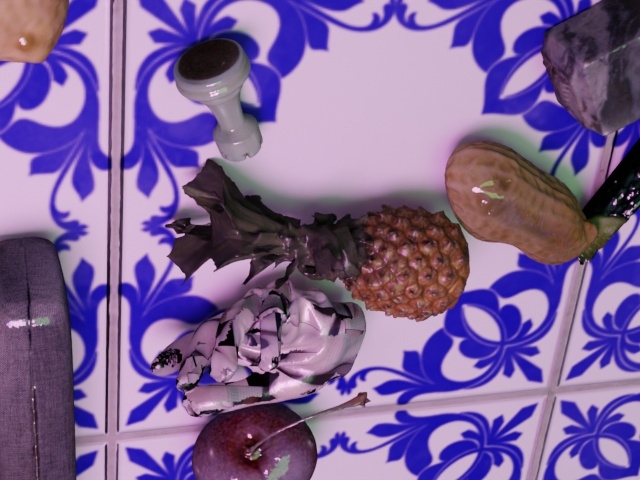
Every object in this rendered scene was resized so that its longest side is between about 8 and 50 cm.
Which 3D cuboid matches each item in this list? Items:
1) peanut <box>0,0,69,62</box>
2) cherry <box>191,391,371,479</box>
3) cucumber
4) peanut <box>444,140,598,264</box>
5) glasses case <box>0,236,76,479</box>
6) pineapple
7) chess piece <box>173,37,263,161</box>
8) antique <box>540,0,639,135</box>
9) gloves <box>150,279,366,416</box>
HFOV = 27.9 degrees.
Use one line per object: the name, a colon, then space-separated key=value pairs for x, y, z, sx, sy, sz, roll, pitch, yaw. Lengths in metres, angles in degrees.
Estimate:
peanut: x=-0.281 y=-0.259 z=0.929 sx=0.147 sy=0.148 sz=0.319 roll=-30 pitch=137 yaw=1
cherry: x=-0.037 y=0.221 z=1.326 sx=0.188 sy=0.115 sz=0.148 roll=-20 pitch=118 yaw=-8
cucumber: x=0.321 y=-0.062 z=1.304 sx=0.046 sy=0.070 sz=0.220 roll=34 pitch=106 yaw=-1
peanut: x=0.195 y=-0.030 z=1.265 sx=0.194 sy=0.083 sz=0.093 roll=32 pitch=107 yaw=-32
glasses case: x=-0.268 y=0.159 z=1.198 sx=0.074 sy=0.131 sz=0.323 roll=-3 pitch=122 yaw=-13
pineapple: x=0.000 y=0.000 z=1.207 sx=0.277 sy=0.130 sz=0.119 roll=10 pitch=146 yaw=-26
chess piece: x=-0.083 y=-0.119 z=1.132 sx=0.067 sy=0.067 sz=0.103 roll=-24 pitch=134 yaw=-3
antique: x=0.304 y=-0.181 z=1.206 sx=0.183 sy=0.088 sz=0.086 roll=-27 pitch=125 yaw=0
gloves: x=-0.066 y=0.102 z=1.248 sx=0.212 sy=0.111 sz=0.127 roll=4 pitch=153 yaw=-26
